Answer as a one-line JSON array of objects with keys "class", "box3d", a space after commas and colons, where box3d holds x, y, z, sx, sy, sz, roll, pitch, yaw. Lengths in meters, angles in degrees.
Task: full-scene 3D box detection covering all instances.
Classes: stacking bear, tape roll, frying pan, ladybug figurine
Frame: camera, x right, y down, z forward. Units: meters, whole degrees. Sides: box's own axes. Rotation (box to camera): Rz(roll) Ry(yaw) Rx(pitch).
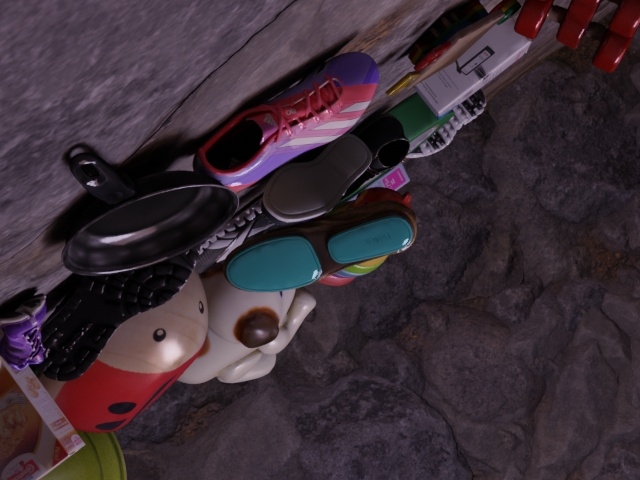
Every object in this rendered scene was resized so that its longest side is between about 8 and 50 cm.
[{"class": "stacking bear", "box3d": [0.081, -0.020, 1.880, 0.175, 0.164, 0.289, -48, -173, -31]}, {"class": "tape roll", "box3d": [0.140, -0.206, 2.018, 0.321, 0.077, 0.321, -37, 178, -2]}, {"class": "frying pan", "box3d": [-0.211, -0.025, 0.939, 0.197, 0.053, 0.326, -30, 162, 20]}, {"class": "ladybug figurine", "box3d": [-0.323, 0.194, 1.557, 0.305, 0.162, 0.449, -37, 174, -42]}]

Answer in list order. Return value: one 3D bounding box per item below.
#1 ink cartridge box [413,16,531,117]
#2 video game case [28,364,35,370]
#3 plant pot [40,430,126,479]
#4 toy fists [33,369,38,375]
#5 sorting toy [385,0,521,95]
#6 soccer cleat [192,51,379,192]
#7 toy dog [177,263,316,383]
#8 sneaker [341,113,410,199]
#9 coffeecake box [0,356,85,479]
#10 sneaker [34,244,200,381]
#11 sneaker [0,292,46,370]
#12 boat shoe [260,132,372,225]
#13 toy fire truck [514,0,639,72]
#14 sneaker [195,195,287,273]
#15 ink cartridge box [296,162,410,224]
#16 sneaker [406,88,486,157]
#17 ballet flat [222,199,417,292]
[{"class": "ink cartridge box", "box3d": [0.271, -0.318, 1.688, 0.203, 0.086, 0.148, -38, 177, 7]}, {"class": "video game case", "box3d": [-0.437, 0.166, 1.578, 0.190, 0.022, 0.173, -38, 177, 27]}, {"class": "plant pot", "box3d": [-0.643, 0.514, 1.883, 0.366, 0.366, 0.353, -38, 166, 14]}, {"class": "toy fists", "box3d": [-0.429, 0.219, 1.817, 0.279, 0.096, 0.142, -38, 178, -2]}, {"class": "sorting toy", "box3d": [0.186, -0.297, 1.397, 0.274, 0.046, 0.132, -35, 177, -41]}, {"class": "soccer cleat", "box3d": [-0.035, -0.136, 1.050, 0.248, 0.083, 0.095, -34, 172, -6]}, {"class": "toy dog", "box3d": [-0.207, 0.141, 2.010, 0.395, 0.284, 0.408, -14, 164, -31]}, {"class": "sneaker", "box3d": [0.075, -0.143, 1.796, 0.222, 0.083, 0.118, -47, -156, 15]}, {"class": "coffeecake box", "box3d": [-0.454, 0.266, 1.334, 0.142, 0.185, 0.068, -37, 177, 7]}, {"class": "sneaker", "box3d": [-0.283, 0.060, 1.276, 0.283, 0.107, 0.124, -40, -161, 11]}, {"class": "sneaker", "box3d": [-0.368, 0.119, 1.173, 0.068, 0.071, 0.170, -35, 176, -32]}, {"class": "boat shoe", "box3d": [-0.013, -0.091, 1.651, 0.302, 0.114, 0.091, -33, 169, -47]}, {"class": "toy fire truck", "box3d": [0.419, -0.414, 1.366, 0.253, 0.169, 0.302, -63, 170, -9]}, {"class": "sneaker", "box3d": [-0.146, 0.010, 1.733, 0.234, 0.106, 0.078, -37, 176, -2]}, {"class": "ink cartridge box", "box3d": [0.044, -0.091, 2.235, 0.311, 0.065, 0.186, -38, -157, -15]}, {"class": "sneaker", "box3d": [0.281, -0.283, 2.302, 0.292, 0.110, 0.118, -35, -175, -27]}, {"class": "ballet flat", "box3d": [0.000, 0.000, 1.619, 0.342, 0.116, 0.124, -19, -158, 9]}]
